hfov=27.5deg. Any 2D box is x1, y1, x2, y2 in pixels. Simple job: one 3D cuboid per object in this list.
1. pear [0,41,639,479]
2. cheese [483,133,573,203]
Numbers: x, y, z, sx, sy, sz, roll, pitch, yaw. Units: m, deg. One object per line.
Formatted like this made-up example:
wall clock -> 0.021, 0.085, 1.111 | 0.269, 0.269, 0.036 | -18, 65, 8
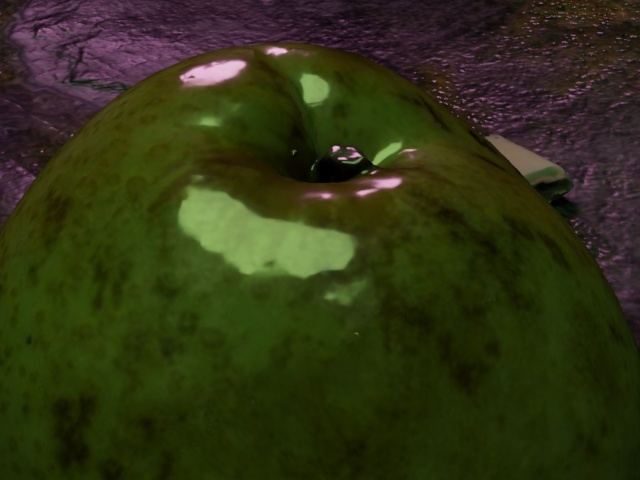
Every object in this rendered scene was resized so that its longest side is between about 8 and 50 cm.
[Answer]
pear -> -0.016, 0.066, 0.554 | 0.303, 0.304, 0.304 | 0, 33, 0
cheese -> 0.001, 0.003, 0.885 | 0.400, 0.034, 0.085 | -21, 43, -28
